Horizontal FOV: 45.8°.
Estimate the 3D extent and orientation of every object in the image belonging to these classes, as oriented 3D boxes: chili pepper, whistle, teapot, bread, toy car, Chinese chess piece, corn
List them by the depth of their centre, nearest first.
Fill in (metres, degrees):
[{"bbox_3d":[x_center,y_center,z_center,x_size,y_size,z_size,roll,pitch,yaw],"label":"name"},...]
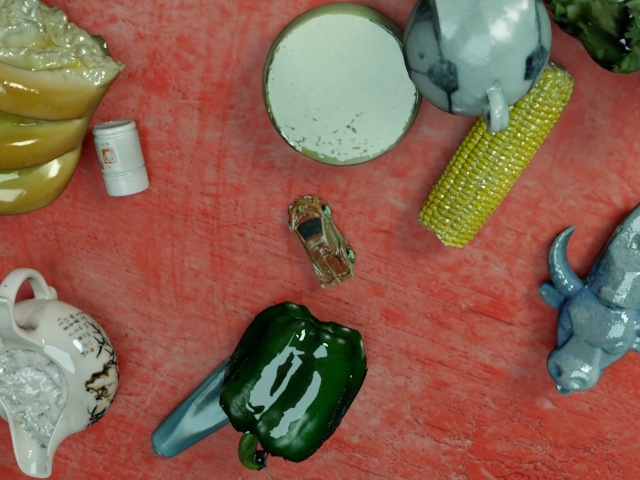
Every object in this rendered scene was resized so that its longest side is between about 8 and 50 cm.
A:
[{"bbox_3d":[0.156,-0.235,0.796,0.163,0.289,0.163,-6,153,-3],"label":"whistle"},{"bbox_3d":[0.201,-0.099,0.885,0.081,0.081,0.248,31,114,-3],"label":"corn"},{"bbox_3d":[0.026,-0.181,0.887,0.188,0.083,0.188,2,111,6],"label":"Chinese chess piece"},{"bbox_3d":[-0.425,-0.184,0.889,0.316,0.211,0.270,39,113,2],"label":"bread"},{"bbox_3d":[0.351,0.078,0.922,0.180,0.093,0.269,29,115,26],"label":"whistle"},{"bbox_3d":[0.000,0.000,0.986,0.059,0.035,0.122,-22,108,22],"label":"toy car"},{"bbox_3d":[-0.049,0.215,1.009,0.174,0.165,0.261,27,103,-9],"label":"chili pepper"},{"bbox_3d":[-0.398,0.172,1.068,0.208,0.166,0.299,6,123,21],"label":"teapot"}]

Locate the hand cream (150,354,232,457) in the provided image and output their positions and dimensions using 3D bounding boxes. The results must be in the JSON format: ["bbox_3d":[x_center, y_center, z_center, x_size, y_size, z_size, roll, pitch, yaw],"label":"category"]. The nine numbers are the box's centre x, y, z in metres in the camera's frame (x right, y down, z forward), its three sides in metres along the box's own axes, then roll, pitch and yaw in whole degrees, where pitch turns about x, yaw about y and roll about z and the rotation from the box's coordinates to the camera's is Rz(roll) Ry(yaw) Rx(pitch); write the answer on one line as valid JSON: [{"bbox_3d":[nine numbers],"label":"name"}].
[{"bbox_3d":[-0.168,0.253,1.118,0.224,0.048,0.083,-40,100,17],"label":"hand cream"}]

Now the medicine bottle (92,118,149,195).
[{"bbox_3d":[-0.258,-0.107,0.978,0.057,0.057,0.089,-4,111,12],"label":"medicine bottle"}]

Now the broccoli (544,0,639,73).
[{"bbox_3d":[0.369,-0.288,0.687,0.277,0.317,0.338,4,152,-4],"label":"broccoli"}]
